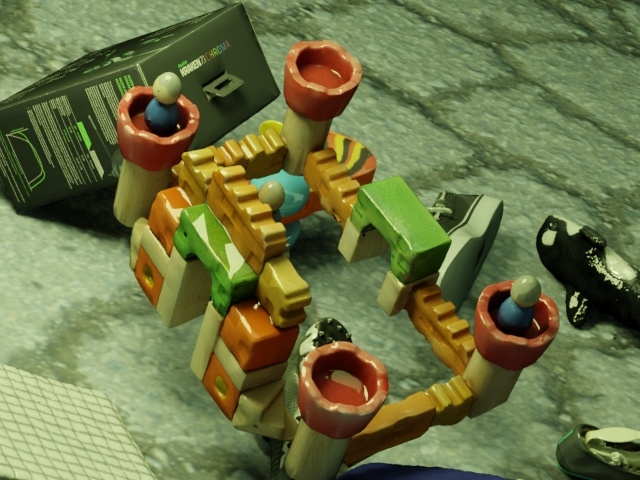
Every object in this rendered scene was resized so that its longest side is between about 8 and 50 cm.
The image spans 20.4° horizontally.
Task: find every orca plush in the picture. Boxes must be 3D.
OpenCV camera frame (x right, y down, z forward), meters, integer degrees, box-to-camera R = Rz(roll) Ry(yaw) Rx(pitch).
[{"bbox_3d":[0.361,0.083,2.227,0.287,0.102,0.151,43,-5,20],"label":"orca plush"}]

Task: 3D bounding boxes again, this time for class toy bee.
[{"bbox_3d":[-0.085,-0.071,2.114,0.298,0.195,0.162,-18,58,-48],"label":"toy bee"}]

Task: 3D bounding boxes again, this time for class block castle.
[{"bbox_3d":[0.000,0.000,1.818,0.303,0.213,0.453,-18,57,-30],"label":"block castle"}]

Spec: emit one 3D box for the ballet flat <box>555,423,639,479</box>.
[{"bbox_3d":[0.363,0.246,1.962,0.203,0.074,0.074,16,32,-2],"label":"ballet flat"}]

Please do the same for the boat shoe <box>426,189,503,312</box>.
[{"bbox_3d":[0.144,0.006,2.189,0.105,0.113,0.306,17,29,12],"label":"boat shoe"}]

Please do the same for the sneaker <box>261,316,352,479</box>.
[{"bbox_3d":[-0.029,0.191,1.866,0.078,0.106,0.234,41,40,-29],"label":"sneaker"}]

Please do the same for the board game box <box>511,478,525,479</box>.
[{"bbox_3d":[0.222,0.361,1.507,0.224,0.303,0.097,13,35,-6],"label":"board game box"}]

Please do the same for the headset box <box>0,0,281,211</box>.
[{"bbox_3d":[-0.220,-0.164,2.122,0.283,0.131,0.246,-14,16,33],"label":"headset box"}]

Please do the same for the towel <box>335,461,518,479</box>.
[{"bbox_3d":[0.132,0.285,1.696,0.308,0.076,0.228,4,12,31],"label":"towel"}]

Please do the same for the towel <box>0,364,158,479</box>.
[{"bbox_3d":[-0.299,0.209,1.629,0.284,0.121,0.235,20,18,-35],"label":"towel"}]
